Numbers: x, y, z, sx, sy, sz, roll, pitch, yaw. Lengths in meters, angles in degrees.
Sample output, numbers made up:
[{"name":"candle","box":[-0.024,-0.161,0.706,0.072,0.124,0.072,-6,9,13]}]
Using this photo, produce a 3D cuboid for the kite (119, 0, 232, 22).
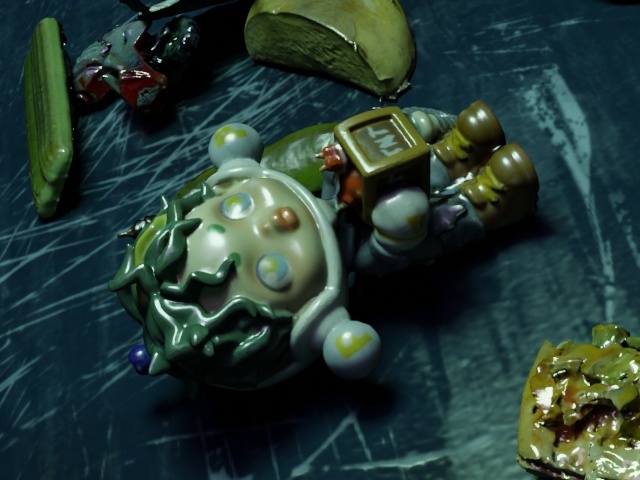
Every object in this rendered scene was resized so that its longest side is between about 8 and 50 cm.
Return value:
[{"name":"kite","box":[-0.139,-0.272,1.725,0.204,0.022,0.360,-15,2,7]}]

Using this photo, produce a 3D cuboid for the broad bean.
[{"name":"broad bean","box":[-0.040,-0.063,1.540,0.339,0.061,0.077,-22,45,7]}]

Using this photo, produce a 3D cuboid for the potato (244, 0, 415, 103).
[{"name":"potato","box":[0.021,-0.245,1.695,0.243,0.098,0.138,22,56,43]}]

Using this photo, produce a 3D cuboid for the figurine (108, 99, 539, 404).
[{"name":"figurine","box":[0.001,0.001,1.349,0.382,0.186,0.261,-26,48,-10]}]

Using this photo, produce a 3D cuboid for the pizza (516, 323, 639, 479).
[{"name":"pizza","box":[0.242,0.125,1.150,0.226,0.069,0.147,10,48,38]}]

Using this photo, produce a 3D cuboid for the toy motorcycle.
[{"name":"toy motorcycle","box":[-0.221,-0.187,1.781,0.213,0.082,0.122,-8,48,44]}]

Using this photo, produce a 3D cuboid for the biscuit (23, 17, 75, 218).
[{"name":"biscuit","box":[-0.312,-0.151,1.783,0.038,0.099,0.322,13,33,-22]}]
